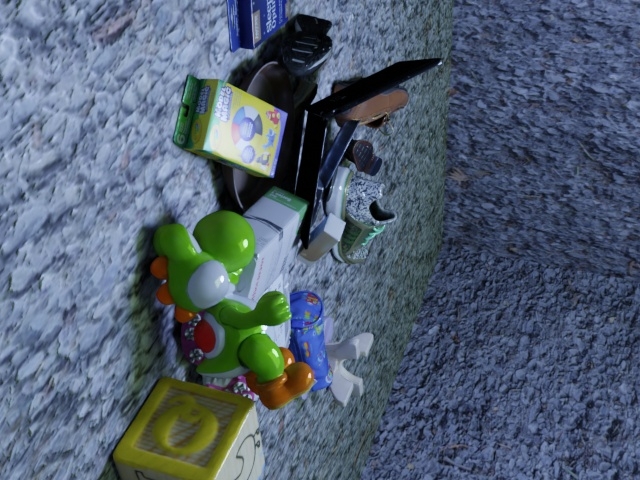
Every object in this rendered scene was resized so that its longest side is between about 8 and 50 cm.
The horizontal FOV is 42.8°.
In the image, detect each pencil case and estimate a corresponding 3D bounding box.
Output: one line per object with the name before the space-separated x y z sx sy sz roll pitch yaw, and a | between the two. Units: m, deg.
pencil case | -0.038 0.271 2.111 0.133 0.119 0.306 -86 172 -46

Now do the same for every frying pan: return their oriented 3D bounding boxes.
frying pan | 0.022 -0.175 2.116 0.326 0.053 0.197 -62 -179 28

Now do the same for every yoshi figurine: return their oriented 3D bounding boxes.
yoshi figurine | -0.132 0.096 1.406 0.362 0.203 0.203 58 27 -19

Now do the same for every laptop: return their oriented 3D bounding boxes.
laptop | 0.082 -0.207 1.803 0.236 0.407 0.382 64 -1 -13

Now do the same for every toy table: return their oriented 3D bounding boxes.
toy table | 0.041 0.349 2.358 0.252 0.160 0.274 76 31 -54

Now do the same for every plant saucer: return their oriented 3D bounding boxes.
plant saucer | -0.129 -0.204 1.645 0.310 0.050 0.311 10 90 -73

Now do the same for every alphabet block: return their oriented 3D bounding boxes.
alphabet block | -0.225 0.389 1.447 0.192 0.193 0.197 -64 157 -45

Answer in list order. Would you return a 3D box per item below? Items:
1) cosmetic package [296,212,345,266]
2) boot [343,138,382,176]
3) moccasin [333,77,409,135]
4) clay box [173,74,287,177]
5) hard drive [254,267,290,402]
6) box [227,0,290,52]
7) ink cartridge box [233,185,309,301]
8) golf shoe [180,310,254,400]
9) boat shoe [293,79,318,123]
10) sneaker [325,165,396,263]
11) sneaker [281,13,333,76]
cosmetic package | 0.000 0.000 1.705 0.115 0.041 0.060 -44 -163 42
boot | 0.092 -0.242 2.269 0.082 0.106 0.219 -60 158 -2
moccasin | 0.145 -0.371 2.280 0.380 0.139 0.147 -34 137 -65
clay box | -0.155 -0.199 1.443 0.222 0.053 0.128 17 84 -54
hard drive | -0.136 0.167 1.830 0.237 0.064 0.339 -57 151 -53
box | -0.114 -0.455 1.562 0.225 0.036 0.136 -56 151 -51
ink cartridge box | -0.122 0.017 1.613 0.219 0.092 0.160 -47 160 -50
golf shoe | -0.203 0.195 1.594 0.140 0.115 0.306 -101 -176 -54
boat shoe | -0.056 -0.312 1.841 0.153 0.048 0.056 -58 166 -37
sneaker | 0.127 -0.048 2.351 0.410 0.182 0.158 74 31 -57
sneaker | -0.026 -0.392 1.731 0.271 0.100 0.108 -75 177 -60
